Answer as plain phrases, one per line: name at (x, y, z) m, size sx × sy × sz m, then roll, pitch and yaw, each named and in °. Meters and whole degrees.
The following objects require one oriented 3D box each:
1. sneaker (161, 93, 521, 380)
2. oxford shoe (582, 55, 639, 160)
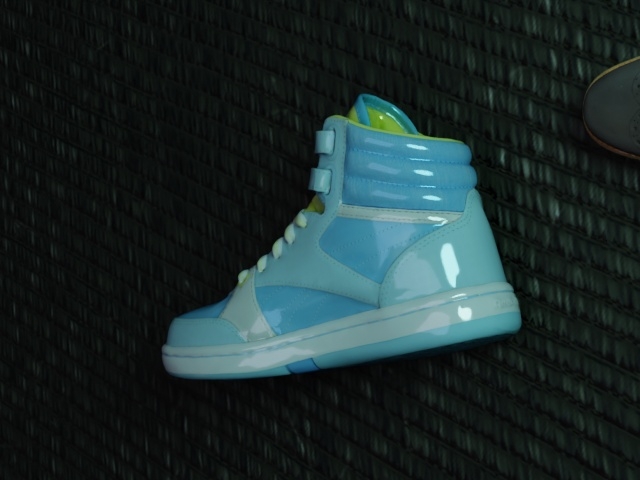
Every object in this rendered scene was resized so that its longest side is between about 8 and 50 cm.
sneaker at (0.000, 0.000, 1.161) m, size 0.319 × 0.127 × 0.208 m, roll -12°, pitch 84°, yaw 30°
oxford shoe at (0.277, -0.092, 0.939) m, size 0.271 × 0.098 × 0.096 m, roll 1°, pitch 90°, yaw 40°
